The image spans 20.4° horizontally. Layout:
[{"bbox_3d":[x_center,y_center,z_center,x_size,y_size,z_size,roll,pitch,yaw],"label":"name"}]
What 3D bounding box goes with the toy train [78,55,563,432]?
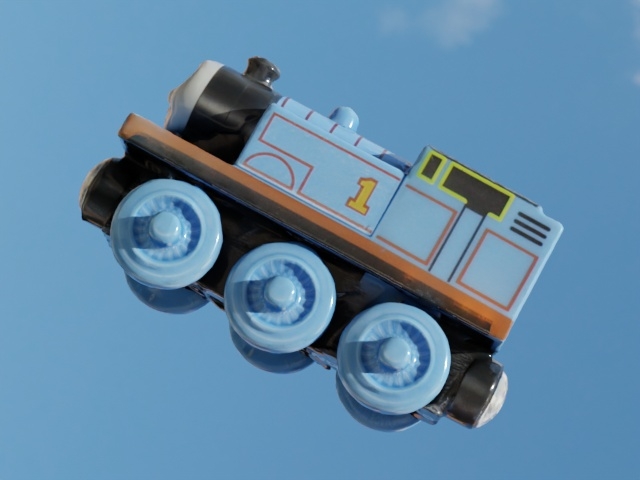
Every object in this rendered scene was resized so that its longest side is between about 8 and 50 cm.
[{"bbox_3d":[0.000,0.000,0.693,0.105,0.184,0.080,-60,174,-12],"label":"toy train"}]
